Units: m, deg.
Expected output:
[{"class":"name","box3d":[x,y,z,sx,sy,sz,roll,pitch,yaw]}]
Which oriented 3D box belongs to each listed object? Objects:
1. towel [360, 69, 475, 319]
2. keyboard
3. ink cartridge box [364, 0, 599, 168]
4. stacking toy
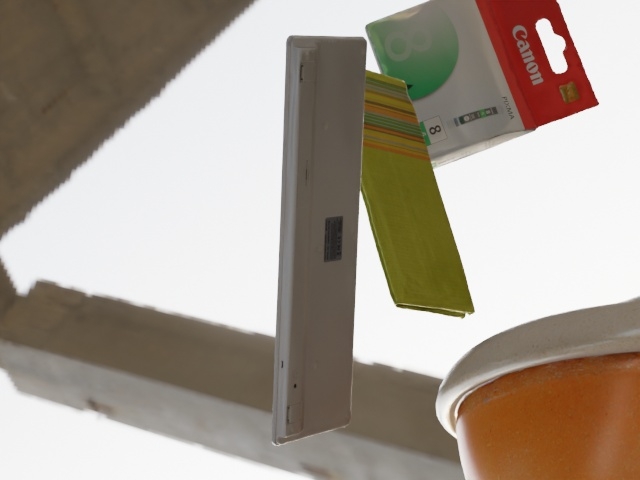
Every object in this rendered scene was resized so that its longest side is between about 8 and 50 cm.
[{"class":"towel","box3d":[0.064,-0.045,1.211,0.102,0.021,0.237,9,-124,-43]},{"class":"keyboard","box3d":[0.000,0.000,0.892,0.072,0.014,0.256,-10,-74,-52]},{"class":"ink cartridge box","box3d":[0.185,-0.200,1.631,0.056,0.224,0.181,45,-155,-77]},{"class":"stacking toy","box3d":[0.247,0.303,0.955,0.350,0.350,0.480,39,-131,-53]}]
